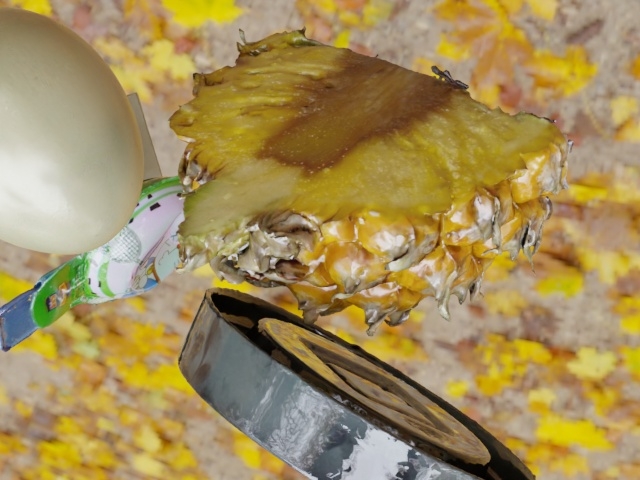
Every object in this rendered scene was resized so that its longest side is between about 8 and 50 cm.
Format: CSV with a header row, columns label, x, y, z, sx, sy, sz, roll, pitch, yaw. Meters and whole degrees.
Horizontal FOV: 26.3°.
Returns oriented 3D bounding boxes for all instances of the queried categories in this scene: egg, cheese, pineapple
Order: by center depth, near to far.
label,x,y,z,sx,sy,sz,roll,pitch,yaw
pineapple,-0.002,0.002,1.115,0.344,0.286,0.209,25,141,36
egg,-0.258,-0.096,1.209,0.242,0.186,0.186,47,139,3
cheese,-0.249,0.024,1.618,0.083,0.320,0.204,42,150,18

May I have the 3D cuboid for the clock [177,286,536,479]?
label,x,y,z,sx,sy,sz,roll,pitch,yaw
clock,0.031,0.144,1.118,0.319,0.066,0.319,30,-176,-2

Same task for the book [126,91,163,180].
label,x,y,z,sx,sy,sz,roll,pitch,yaw
book,-0.331,-0.116,1.916,0.016,0.198,0.138,-165,59,-73
